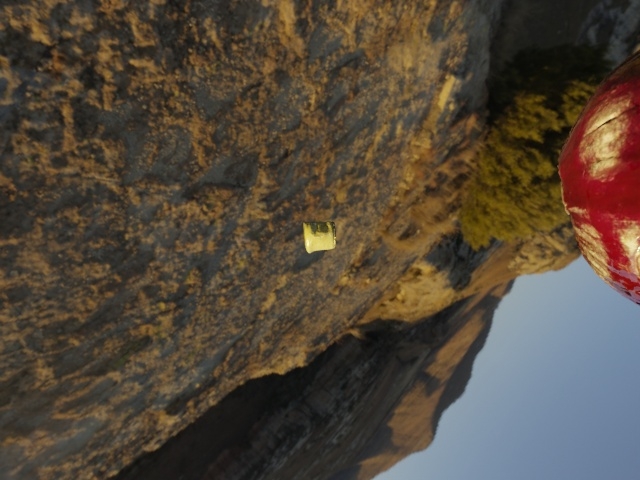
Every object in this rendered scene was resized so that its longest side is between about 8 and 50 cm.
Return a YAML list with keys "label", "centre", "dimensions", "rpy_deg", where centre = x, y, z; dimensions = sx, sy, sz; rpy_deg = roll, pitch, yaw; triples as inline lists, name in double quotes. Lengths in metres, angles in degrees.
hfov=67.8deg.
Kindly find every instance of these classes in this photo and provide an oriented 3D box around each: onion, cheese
- label: "onion"
  centre: [0.402, -0.075, 0.509]
  dimensions: [0.260, 0.282, 0.337]
  rpy_deg: [11, 83, -48]
- label: "cheese"
  centre: [0.000, 0.002, 0.898]
  dimensions: [0.060, 0.041, 0.084]
  rpy_deg: [-4, 148, 1]
